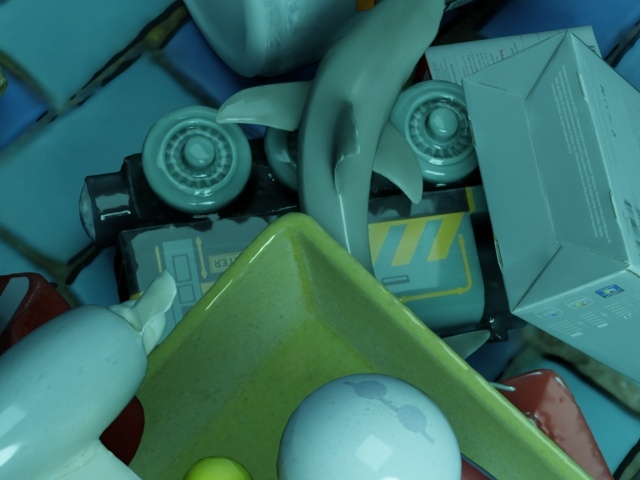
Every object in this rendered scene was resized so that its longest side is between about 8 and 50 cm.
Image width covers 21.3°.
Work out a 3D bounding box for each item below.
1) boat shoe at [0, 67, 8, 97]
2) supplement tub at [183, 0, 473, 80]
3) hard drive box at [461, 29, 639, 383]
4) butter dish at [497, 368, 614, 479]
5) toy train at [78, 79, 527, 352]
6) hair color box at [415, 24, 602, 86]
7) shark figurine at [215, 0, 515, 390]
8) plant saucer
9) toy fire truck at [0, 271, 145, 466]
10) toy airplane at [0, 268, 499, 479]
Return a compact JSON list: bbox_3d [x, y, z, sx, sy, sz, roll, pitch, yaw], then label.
[{"bbox_3d":[-0.269,-0.062,1.253,0.048,0.056,0.153,30,65,-2],"label":"boat shoe"},{"bbox_3d":[0.058,-0.271,1.311,0.338,0.207,0.207,-24,69,-17],"label":"supplement tub"},{"bbox_3d":[0.205,-0.013,1.188,0.089,0.232,0.181,-23,60,27],"label":"hard drive box"},{"bbox_3d":[0.134,0.180,1.153,0.160,0.118,0.160,-28,80,21],"label":"butter dish"},{"bbox_3d":[0.000,0.000,1.218,0.334,0.142,0.190,-7,77,-13],"label":"toy train"},{"bbox_3d":[0.152,-0.122,1.340,0.141,0.043,0.072,-8,65,-10],"label":"hair color box"},{"bbox_3d":[0.030,-0.028,1.107,0.166,0.116,0.278,-8,85,-12],"label":"shark figurine"},{"bbox_3d":[-0.005,0.210,1.078,0.333,0.081,0.333,43,92,18],"label":"plant saucer"},{"bbox_3d":[-0.272,0.144,1.036,0.169,0.254,0.302,46,55,-30],"label":"toy fire truck"},{"bbox_3d":[-0.031,0.182,0.809,0.386,0.272,0.384,17,26,-17],"label":"toy airplane"}]
